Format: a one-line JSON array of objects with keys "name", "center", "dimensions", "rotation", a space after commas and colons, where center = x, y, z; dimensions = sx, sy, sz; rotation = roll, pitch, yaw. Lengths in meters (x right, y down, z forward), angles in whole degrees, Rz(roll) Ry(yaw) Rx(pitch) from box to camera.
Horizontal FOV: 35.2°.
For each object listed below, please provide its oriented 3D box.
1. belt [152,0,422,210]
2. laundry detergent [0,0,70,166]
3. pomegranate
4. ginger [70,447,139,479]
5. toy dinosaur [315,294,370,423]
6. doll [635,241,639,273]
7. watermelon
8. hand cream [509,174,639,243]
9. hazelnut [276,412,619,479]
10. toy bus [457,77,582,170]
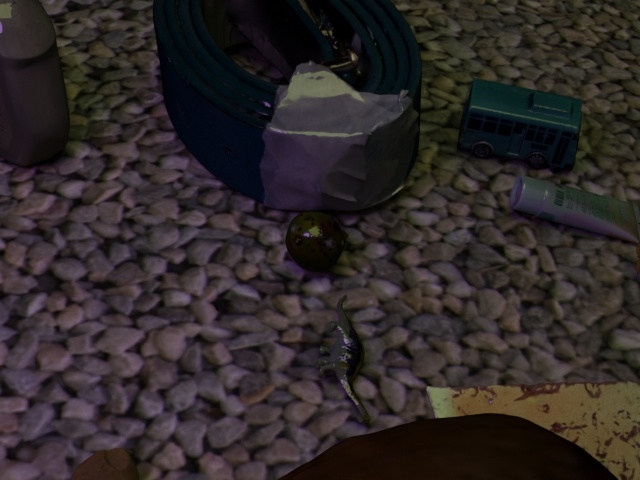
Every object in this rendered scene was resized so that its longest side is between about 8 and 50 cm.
[{"name": "belt", "center": [-0.049, -0.222, 1.317], "dimensions": [0.300, 0.173, 0.436], "rotation": [-25, 51, -18]}, {"name": "laundry detergent", "center": [-0.381, -0.222, 1.211], "dimensions": [0.091, 0.253, 0.181], "rotation": [-33, 58, -32]}, {"name": "pomegranate", "center": [0.002, 0.001, 1.184], "dimensions": [0.085, 0.073, 0.073], "rotation": [7, 44, -23]}, {"name": "ginger", "center": [-0.211, 0.265, 0.898], "dimensions": [0.095, 0.069, 0.190], "rotation": [27, 48, 11]}, {"name": "toy dinosaur", "center": [0.020, 0.119, 1.095], "dimensions": [0.058, 0.037, 0.180], "rotation": [18, 49, -24]}, {"name": "doll", "center": [0.457, 0.029, 1.228], "dimensions": [0.143, 0.057, 0.098], "rotation": [7, 67, -3]}, {"name": "watermelon", "center": [0.234, 0.208, 0.943], "dimensions": [0.260, 0.175, 0.256], "rotation": [-1, 13, 11]}, {"name": "hand cream", "center": [0.332, -0.040, 1.290], "dimensions": [0.174, 0.047, 0.076], "rotation": [13, 45, -7]}, {"name": "hazelnut", "center": [0.081, 0.335, 0.691], "dimensions": [0.421, 0.352, 0.420], "rotation": [12, 57, -19]}, {"name": "toy bus", "center": [0.272, -0.157, 1.354], "dimensions": [0.160, 0.091, 0.079], "rotation": [13, 47, 4]}]
